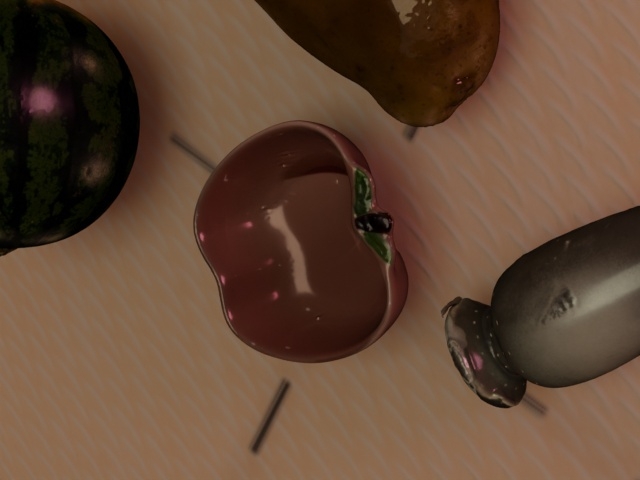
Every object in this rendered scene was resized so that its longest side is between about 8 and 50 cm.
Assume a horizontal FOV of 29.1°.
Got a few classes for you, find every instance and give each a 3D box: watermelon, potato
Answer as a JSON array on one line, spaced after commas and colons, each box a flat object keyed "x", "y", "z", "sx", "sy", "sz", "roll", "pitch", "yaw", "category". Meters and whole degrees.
[{"x": -0.303, "y": -0.112, "z": 1.150, "sx": 0.269, "sy": 0.269, "sz": 0.269, "roll": 5, "pitch": 100, "yaw": 30, "category": "watermelon"}, {"x": 0.013, "y": -0.261, "z": 0.997, "sx": 0.195, "sy": 0.176, "sz": 0.369, "roll": -35, "pitch": 83, "yaw": 2, "category": "potato"}]

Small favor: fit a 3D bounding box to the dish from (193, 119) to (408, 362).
[{"x": 0.000, "y": 0.000, "z": 1.078, "sx": 0.213, "sy": 0.090, "sz": 0.213, "roll": 6, "pitch": 101, "yaw": 32, "category": "dish"}]

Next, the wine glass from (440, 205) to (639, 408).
[{"x": 0.199, "y": 0.051, "z": 0.955, "sx": 0.204, "sy": 0.111, "sz": 0.111, "roll": -31, "pitch": 82, "yaw": 32, "category": "wine glass"}]
